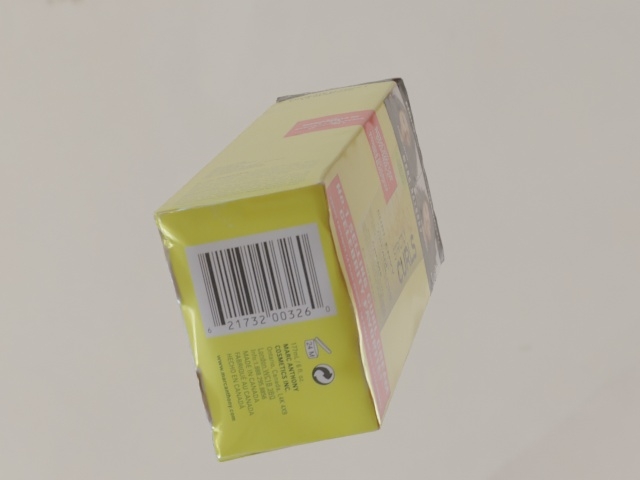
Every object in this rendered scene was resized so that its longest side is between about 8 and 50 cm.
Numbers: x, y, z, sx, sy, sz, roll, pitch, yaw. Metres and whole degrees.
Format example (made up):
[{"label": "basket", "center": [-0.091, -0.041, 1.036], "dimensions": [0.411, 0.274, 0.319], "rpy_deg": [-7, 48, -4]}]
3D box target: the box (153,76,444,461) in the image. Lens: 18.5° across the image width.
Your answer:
[{"label": "box", "center": [0.000, 0.000, 0.708], "dimensions": [0.232, 0.058, 0.087], "rpy_deg": [-52, -51, -75]}]
